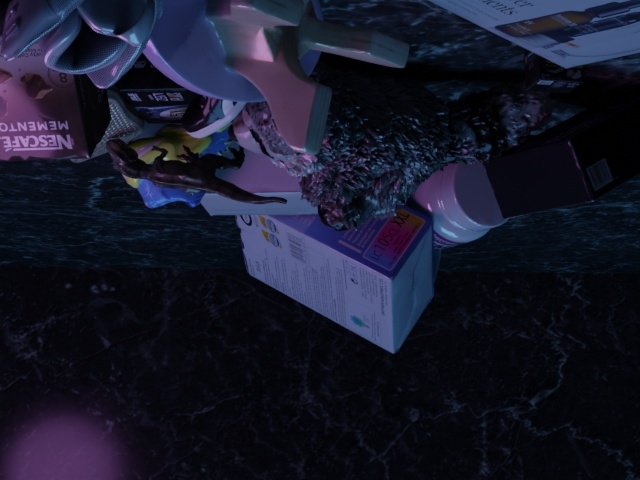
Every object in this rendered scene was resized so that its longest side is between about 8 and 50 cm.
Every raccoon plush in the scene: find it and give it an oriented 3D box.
[{"bbox_3d":[0.093,-0.206,1.784,0.446,0.216,0.299,-29,156,-4],"label":"raccoon plush"}]

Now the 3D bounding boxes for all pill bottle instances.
[{"bbox_3d":[0.215,-0.067,2.276,0.160,0.160,0.283,4,170,-25],"label":"pill bottle"}]

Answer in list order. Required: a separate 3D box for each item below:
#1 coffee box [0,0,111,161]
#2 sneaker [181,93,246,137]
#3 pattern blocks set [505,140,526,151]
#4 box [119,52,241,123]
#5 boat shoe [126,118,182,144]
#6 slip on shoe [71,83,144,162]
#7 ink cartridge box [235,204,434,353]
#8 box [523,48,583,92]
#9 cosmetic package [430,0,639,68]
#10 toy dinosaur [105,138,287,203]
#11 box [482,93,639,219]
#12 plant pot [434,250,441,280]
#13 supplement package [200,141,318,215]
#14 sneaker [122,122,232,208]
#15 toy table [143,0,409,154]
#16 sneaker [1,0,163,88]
[{"bbox_3d":[-0.419,-0.191,1.560,0.297,0.168,0.119,-1,-149,5],"label":"coffee box"},{"bbox_3d":[-0.127,-0.225,1.587,0.121,0.079,0.217,32,123,-32],"label":"sneaker"},{"bbox_3d":[0.193,-0.162,2.281,0.324,0.026,0.285,4,170,-27],"label":"pattern blocks set"},{"bbox_3d":[-0.183,-0.218,1.767,0.147,0.078,0.180,0,171,4],"label":"box"},{"bbox_3d":[-0.256,-0.158,2.064,0.116,0.099,0.319,2,170,10],"label":"boat shoe"},{"bbox_3d":[-0.321,-0.186,1.801,0.123,0.101,0.331,-25,172,-5],"label":"slip on shoe"},{"bbox_3d":[0.000,0.000,2.308,0.395,0.151,0.270,26,152,20],"label":"ink cartridge box"},{"bbox_3d":[0.296,-0.236,1.646,0.062,0.083,0.052,2,169,-12],"label":"box"},{"bbox_3d":[0.288,-0.285,1.319,0.284,0.098,0.377,-11,166,37],"label":"cosmetic package"},{"bbox_3d":[-0.167,-0.099,1.833,0.268,0.064,0.118,13,-150,6],"label":"toy dinosaur"},{"bbox_3d":[0.402,-0.132,1.927,0.261,0.103,0.184,-27,-174,-36],"label":"box"},{"bbox_3d":[0.075,0.015,2.621,0.235,0.293,0.293,11,178,32],"label":"plant pot"},{"bbox_3d":[-0.098,-0.129,2.095,0.194,0.149,0.203,-1,171,4],"label":"supplement package"},{"bbox_3d":[-0.185,-0.128,1.957,0.240,0.126,0.091,-26,-158,-14],"label":"sneaker"},{"bbox_3d":[-0.045,-0.222,1.317,0.160,0.252,0.274,13,-167,39],"label":"toy table"},{"bbox_3d":[-0.274,-0.246,1.179,0.365,0.210,0.137,-7,168,37],"label":"sneaker"}]
